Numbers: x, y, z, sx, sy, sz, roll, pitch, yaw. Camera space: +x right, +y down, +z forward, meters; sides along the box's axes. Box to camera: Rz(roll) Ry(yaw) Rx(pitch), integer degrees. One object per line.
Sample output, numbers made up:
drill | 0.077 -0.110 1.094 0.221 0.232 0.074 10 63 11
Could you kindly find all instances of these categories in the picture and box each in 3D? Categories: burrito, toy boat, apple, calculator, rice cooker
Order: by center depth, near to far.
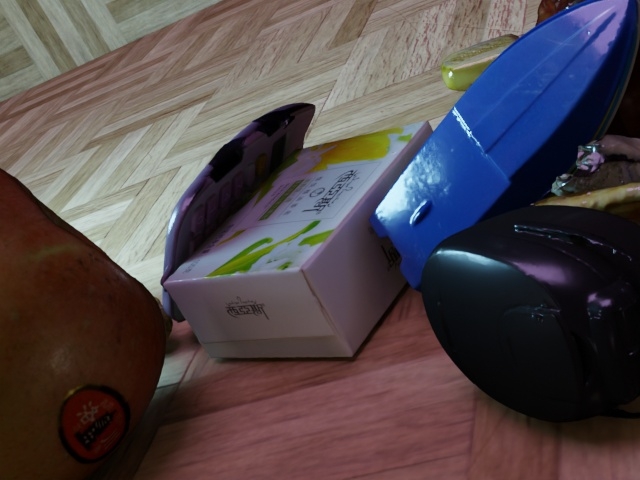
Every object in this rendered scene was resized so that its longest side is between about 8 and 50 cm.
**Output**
rice cooker | 0.162 0.047 0.698 0.118 0.142 0.203 -29 24 -31
burrito | 0.293 -0.050 0.766 0.230 0.063 0.058 0 -6 7
toy boat | 0.166 -0.085 0.842 0.295 0.088 0.129 -53 53 32
apple | -0.324 0.102 0.906 0.305 0.338 0.338 -51 27 -9
calculator | -0.097 -0.034 1.114 0.043 0.194 0.294 25 42 15

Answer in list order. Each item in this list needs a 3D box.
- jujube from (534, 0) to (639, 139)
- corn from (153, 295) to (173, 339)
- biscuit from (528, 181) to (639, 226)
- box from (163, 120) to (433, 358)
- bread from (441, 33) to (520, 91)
jujube | 0.295 -0.155 0.901 0.213 0.213 0.232 -28 18 3
corn | -0.259 0.082 1.162 0.097 0.097 0.262 -41 29 -26
biscuit | 0.265 -0.012 0.734 0.247 0.118 0.029 -13 51 39
box | 0.000 0.000 1.016 0.194 0.111 0.260 -8 29 41
bread | 0.215 -0.222 1.297 0.115 0.056 0.082 -20 24 5
